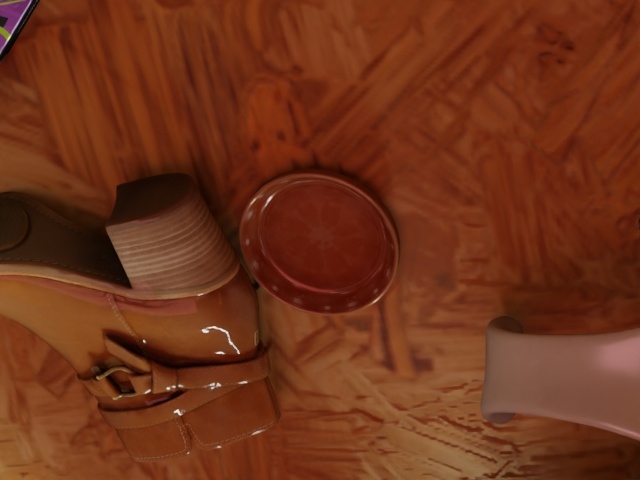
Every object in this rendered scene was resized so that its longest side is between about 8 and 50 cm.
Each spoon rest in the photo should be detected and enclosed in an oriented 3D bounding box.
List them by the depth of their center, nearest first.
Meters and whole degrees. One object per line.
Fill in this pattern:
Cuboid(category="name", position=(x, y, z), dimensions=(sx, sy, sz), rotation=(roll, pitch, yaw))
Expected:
Cuboid(category="spoon rest", position=(0.196, 0.071, 0.908), dimensions=(0.276, 0.084, 0.137), rotation=(2, 87, 28))

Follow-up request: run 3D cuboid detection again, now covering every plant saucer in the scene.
Cuboid(category="plant saucer", position=(0.000, 0.000, 1.000), dimensions=(0.083, 0.013, 0.083), rotation=(7, 122, 11))

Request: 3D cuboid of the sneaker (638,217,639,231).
Cuboid(category="sneaker", position=(0.244, -0.101, 0.821), dimensions=(0.147, 0.130, 0.330), rotation=(49, 126, 8))

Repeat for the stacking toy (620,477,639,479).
Cuboid(category="stacking toy", position=(0.212, 0.375, 1.041), dimensions=(0.350, 0.351, 0.480), rotation=(-2, 143, 17))

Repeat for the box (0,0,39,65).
Cuboid(category="box", position=(-0.179, -0.157, 0.947), dimensions=(0.116, 0.029, 0.162), rotation=(34, 123, -6))

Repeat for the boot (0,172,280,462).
Cuboid(category="boot", position=(-0.125, 0.052, 1.035), dimensions=(0.197, 0.073, 0.152), rotation=(-7, 122, 22))
